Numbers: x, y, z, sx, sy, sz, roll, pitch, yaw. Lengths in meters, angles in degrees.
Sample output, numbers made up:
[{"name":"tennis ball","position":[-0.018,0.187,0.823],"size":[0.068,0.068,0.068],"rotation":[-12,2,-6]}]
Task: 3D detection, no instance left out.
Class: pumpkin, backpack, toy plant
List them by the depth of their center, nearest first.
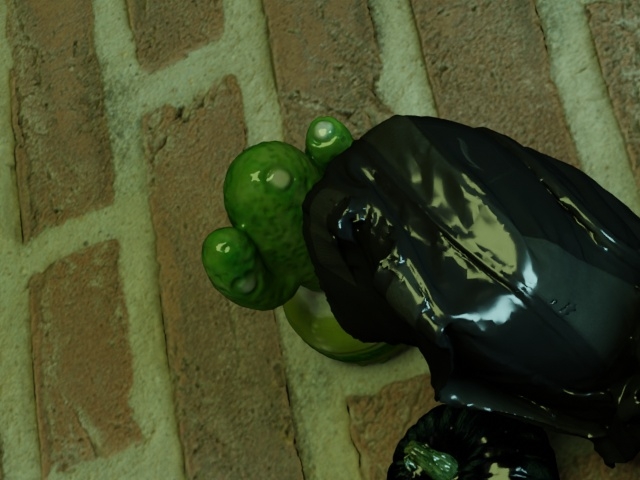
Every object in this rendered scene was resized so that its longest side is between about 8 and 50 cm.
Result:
[{"name":"backpack","position":[0.174,0.036,1.531],"size":[0.255,0.445,0.363],"rotation":[-53,48,9]},{"name":"pumpkin","position":[0.157,0.252,1.610],"size":[0.194,0.150,0.194],"rotation":[-2,84,18]},{"name":"toy plant","position":[0.000,0.000,1.714],"size":[0.184,0.316,0.224],"rotation":[25,80,36]}]
